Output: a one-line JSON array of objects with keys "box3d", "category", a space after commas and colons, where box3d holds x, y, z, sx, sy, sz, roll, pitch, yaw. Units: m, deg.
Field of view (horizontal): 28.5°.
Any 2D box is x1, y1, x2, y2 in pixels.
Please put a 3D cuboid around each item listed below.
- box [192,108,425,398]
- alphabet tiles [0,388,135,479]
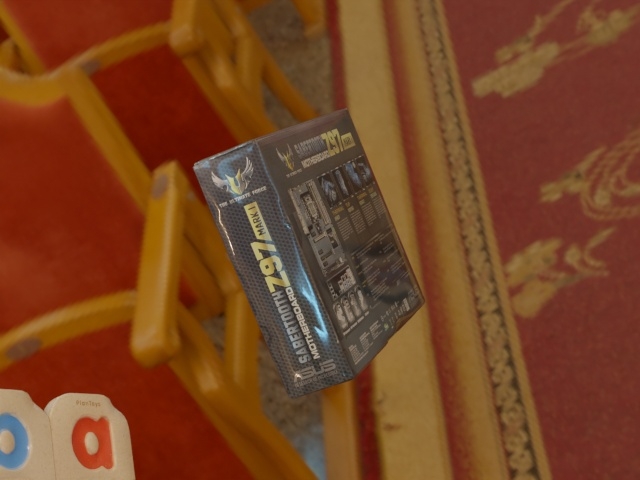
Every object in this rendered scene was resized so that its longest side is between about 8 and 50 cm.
[{"box3d": [0.000, 0.000, 0.978, 0.059, 0.183, 0.233, -20, 5, 20], "category": "box"}, {"box3d": [-0.153, 0.212, 0.632, 0.021, 0.284, 0.278, -23, 68, 37], "category": "alphabet tiles"}]
